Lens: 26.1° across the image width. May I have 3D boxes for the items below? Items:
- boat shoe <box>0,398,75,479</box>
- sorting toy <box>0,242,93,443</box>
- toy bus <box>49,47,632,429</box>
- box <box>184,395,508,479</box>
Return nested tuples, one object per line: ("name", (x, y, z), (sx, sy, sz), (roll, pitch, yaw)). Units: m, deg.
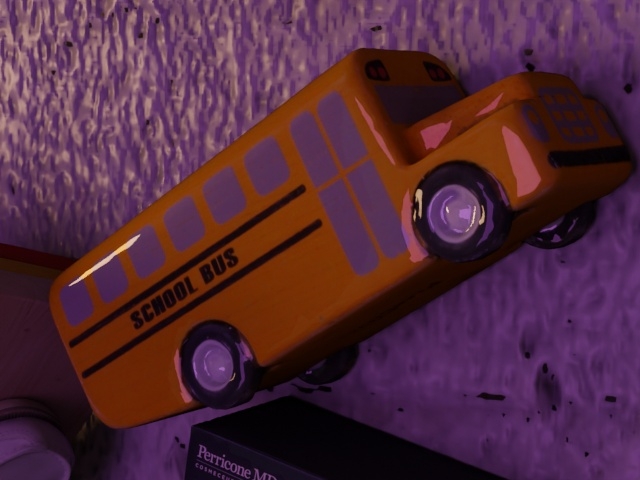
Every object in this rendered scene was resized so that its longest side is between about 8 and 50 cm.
("boat shoe", (-0.265, 0.237, 0.893), (0.302, 0.113, 0.103), (-47, 43, 4))
("sorting toy", (-0.289, 0.091, 0.903), (0.257, 0.255, 0.089), (-54, 42, 27))
("toy bus", (0.000, 0.000, 0.770), (0.333, 0.108, 0.130), (-34, 74, 33))
("box", (0.043, 0.217, 0.770), (0.261, 0.103, 0.184), (16, 102, 33))
